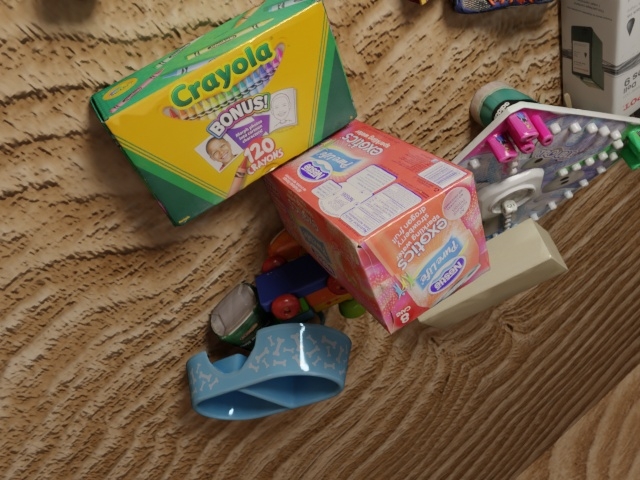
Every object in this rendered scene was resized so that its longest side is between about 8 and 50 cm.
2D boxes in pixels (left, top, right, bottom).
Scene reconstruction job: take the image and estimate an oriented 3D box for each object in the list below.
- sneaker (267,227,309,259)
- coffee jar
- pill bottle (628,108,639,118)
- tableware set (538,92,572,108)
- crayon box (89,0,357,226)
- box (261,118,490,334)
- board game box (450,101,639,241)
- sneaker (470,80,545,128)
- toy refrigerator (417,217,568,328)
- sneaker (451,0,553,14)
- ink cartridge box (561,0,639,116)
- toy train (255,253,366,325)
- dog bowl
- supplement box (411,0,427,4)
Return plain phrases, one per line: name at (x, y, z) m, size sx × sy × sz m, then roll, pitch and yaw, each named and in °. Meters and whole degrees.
sneaker at (0.000, 0.000, 0.858) m, size 0.175 × 0.067 × 0.064 m, roll -16°, pitch 131°, yaw -23°
coffee jar at (-0.089, 0.149, 0.897) m, size 0.096 × 0.079 × 0.184 m, roll -46°, pitch 136°, yaw 4°
pill bottle at (0.698, -0.267, 1.052) m, size 0.108 × 0.108 × 0.180 m, roll -42°, pitch 175°, yaw -1°
tableware set at (0.427, -0.184, 1.035) m, size 0.128 × 0.039 × 0.194 m, roll -31°, pitch 130°, yaw 9°
crayon box at (-0.105, -0.162, 0.655) m, size 0.279 × 0.081 × 0.165 m, roll -33°, pitch 135°, yaw -10°
box at (0.052, -0.040, 0.688) m, size 0.154 × 0.300 × 0.142 m, roll -31°, pitch 125°, yaw -13°
board game box at (0.328, -0.069, 0.920) m, size 0.390 × 0.050 × 0.390 m, roll -3°, pitch 151°, yaw -33°
sneaker at (0.395, -0.168, 0.931) m, size 0.302 × 0.121 × 0.108 m, roll 17°, pitch 120°, yaw -29°
toy refrigerator at (0.308, 0.067, 1.021) m, size 0.270 × 0.094 × 0.102 m, roll -34°, pitch 146°, yaw 28°
sneaker at (0.288, -0.370, 0.759) m, size 0.222 × 0.087 × 0.083 m, roll -19°, pitch 129°, yaw -9°
ink cartridge box at (0.527, -0.375, 0.904) m, size 0.211 × 0.121 × 0.289 m, roll -36°, pitch 135°, yaw -7°
toy train at (0.041, 0.064, 0.820) m, size 0.248 × 0.105 × 0.143 m, roll -24°, pitch 133°, yaw 3°
dog bowl at (-0.086, 0.217, 0.850) m, size 0.297 × 0.074 × 0.166 m, roll -25°, pitch 140°, yaw 28°
supplement box at (0.147, -0.361, 0.708) m, size 0.083 × 0.043 × 0.055 m, roll -37°, pitch 135°, yaw -5°
